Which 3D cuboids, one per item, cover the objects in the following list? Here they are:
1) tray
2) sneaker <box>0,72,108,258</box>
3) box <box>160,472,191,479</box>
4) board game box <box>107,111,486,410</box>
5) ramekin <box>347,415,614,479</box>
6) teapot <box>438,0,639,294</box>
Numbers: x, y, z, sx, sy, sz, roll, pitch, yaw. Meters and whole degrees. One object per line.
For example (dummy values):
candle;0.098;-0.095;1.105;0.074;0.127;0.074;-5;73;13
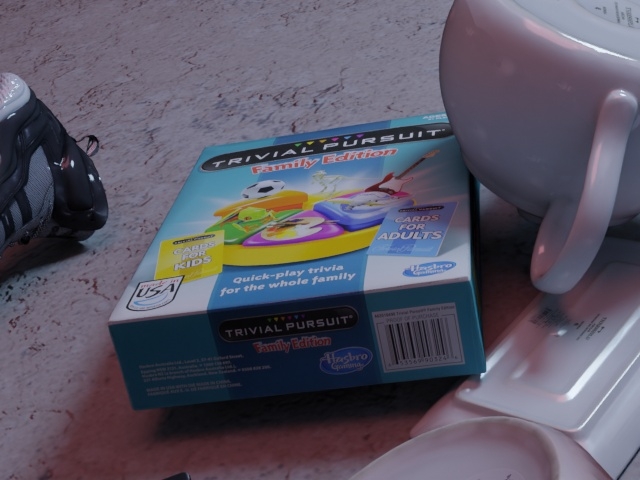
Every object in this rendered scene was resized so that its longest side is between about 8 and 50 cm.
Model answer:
tray;0.191;0.069;0.829;0.145;0.030;0.270;12;38;39
sneaker;-0.285;-0.010;1.087;0.101;0.153;0.269;-5;62;46
box;-0.163;0.247;0.592;0.261;0.103;0.184;-17;27;-8
board game box;0.000;0.000;0.946;0.253;0.079;0.336;-7;25;10
ramekin;0.065;0.175;0.542;0.207;0.109;0.207;-32;15;10
teapot;0.196;-0.092;0.909;0.256;0.187;0.252;-11;40;-40
